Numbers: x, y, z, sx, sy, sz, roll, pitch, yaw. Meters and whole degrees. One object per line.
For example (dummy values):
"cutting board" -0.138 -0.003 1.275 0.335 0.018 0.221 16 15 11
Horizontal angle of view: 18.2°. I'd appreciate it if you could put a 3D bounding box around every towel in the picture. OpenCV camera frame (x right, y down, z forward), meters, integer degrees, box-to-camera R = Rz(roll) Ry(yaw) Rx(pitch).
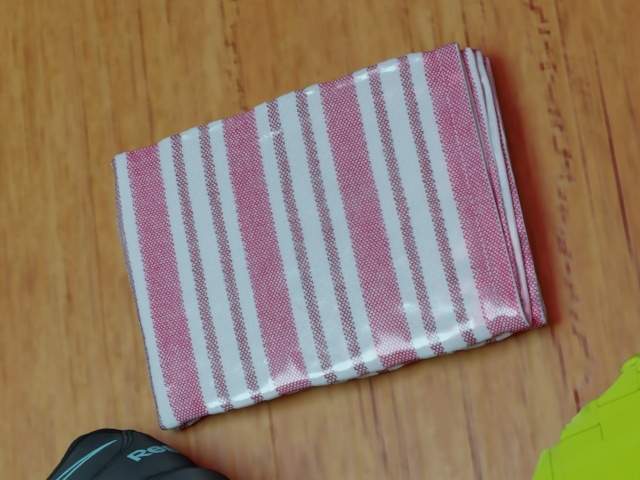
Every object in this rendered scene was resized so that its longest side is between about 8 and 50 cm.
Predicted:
"towel" 0.000 0.000 0.938 0.197 0.029 0.144 -17 70 17

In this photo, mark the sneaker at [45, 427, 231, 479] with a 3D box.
"sneaker" -0.132 0.205 0.902 0.106 0.101 0.267 32 86 44

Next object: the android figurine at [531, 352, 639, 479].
"android figurine" 0.169 0.141 0.774 0.248 0.056 0.273 -28 43 25
